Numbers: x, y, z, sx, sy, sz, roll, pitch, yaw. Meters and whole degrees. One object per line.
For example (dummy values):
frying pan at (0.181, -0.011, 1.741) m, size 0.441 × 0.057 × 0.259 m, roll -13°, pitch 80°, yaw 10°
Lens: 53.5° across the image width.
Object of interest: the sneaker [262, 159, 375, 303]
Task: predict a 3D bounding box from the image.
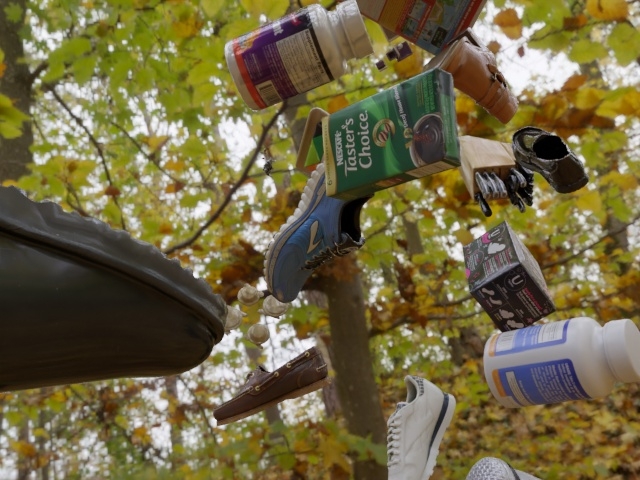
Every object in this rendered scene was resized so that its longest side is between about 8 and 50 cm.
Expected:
sneaker at (0.000, 0.000, 1.292) m, size 0.129 × 0.147 × 0.330 m, roll -10°, pitch -47°, yaw -60°

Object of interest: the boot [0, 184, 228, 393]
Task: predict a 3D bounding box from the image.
boot at (-0.257, 0.182, 0.365) m, size 0.367 × 0.445 × 0.146 m, roll 30°, pitch -34°, yaw -35°

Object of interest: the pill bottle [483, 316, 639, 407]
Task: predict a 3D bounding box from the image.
pill bottle at (0.469, 0.232, 1.223) m, size 0.272 × 0.152 × 0.152 m, roll -20°, pitch -26°, yaw 38°

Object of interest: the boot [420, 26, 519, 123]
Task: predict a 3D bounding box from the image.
boot at (0.241, -0.238, 0.979) m, size 0.073 × 0.152 × 0.197 m, roll -28°, pitch 15°, yaw 45°

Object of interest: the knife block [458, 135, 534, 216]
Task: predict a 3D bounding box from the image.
knife block at (0.373, -0.146, 1.461) m, size 0.242 × 0.275 × 0.088 m, roll -29°, pitch -55°, yaw -35°

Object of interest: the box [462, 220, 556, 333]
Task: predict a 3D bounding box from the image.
box at (0.462, 0.090, 1.572) m, size 0.142 × 0.247 × 0.163 m, roll -35°, pitch -74°, yaw 22°

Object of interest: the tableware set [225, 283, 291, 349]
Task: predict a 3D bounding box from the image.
tableware set at (-0.165, 0.178, 1.551) m, size 0.141 × 0.169 × 0.020 m, roll 27°, pitch -33°, yaw 15°

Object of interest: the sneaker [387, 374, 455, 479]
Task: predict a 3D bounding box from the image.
sneaker at (0.151, 0.351, 1.104) m, size 0.094 × 0.235 × 0.090 m, roll 33°, pitch -34°, yaw -9°

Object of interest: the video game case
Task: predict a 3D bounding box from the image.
video game case at (0.169, -0.482, 1.182) m, size 0.285 × 0.025 × 0.204 m, roll 32°, pitch -44°, yaw 6°

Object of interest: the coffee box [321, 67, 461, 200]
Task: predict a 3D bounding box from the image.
coffee box at (0.080, -0.122, 0.771) m, size 0.040 × 0.113 × 0.184 m, roll 8°, pitch -15°, yaw -44°

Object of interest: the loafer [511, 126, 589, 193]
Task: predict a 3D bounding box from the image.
loafer at (0.414, -0.167, 1.158) m, size 0.080 × 0.220 × 0.078 m, roll -28°, pitch -59°, yaw 2°

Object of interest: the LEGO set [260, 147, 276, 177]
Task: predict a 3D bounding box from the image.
LEGO set at (-0.143, -0.203, 1.668) m, size 0.023 × 0.083 × 0.054 m, roll -4°, pitch -37°, yaw -47°

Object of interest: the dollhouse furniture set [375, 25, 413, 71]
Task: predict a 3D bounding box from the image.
dollhouse furniture set at (0.148, -0.464, 1.465) m, size 0.091 × 0.114 × 0.081 m, roll -28°, pitch 2°, yaw 10°

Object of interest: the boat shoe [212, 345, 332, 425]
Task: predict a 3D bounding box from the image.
boat shoe at (-0.086, 0.238, 1.044) m, size 0.207 × 0.073 × 0.073 m, roll -24°, pitch -3°, yaw 2°

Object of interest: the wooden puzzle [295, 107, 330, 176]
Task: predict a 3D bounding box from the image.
wooden puzzle at (0.038, -0.243, 1.868) m, size 0.044 × 0.238 × 0.221 m, roll -33°, pitch -29°, yaw -46°

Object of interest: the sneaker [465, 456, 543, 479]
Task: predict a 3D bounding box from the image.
sneaker at (0.310, 0.543, 1.038) m, size 0.210 × 0.137 × 0.366 m, roll 15°, pitch -81°, yaw -9°

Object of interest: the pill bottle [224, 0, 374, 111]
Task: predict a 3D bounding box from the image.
pill bottle at (-0.027, -0.266, 0.898) m, size 0.193 × 0.108 × 0.108 m, roll -20°, pitch -30°, yaw 10°
